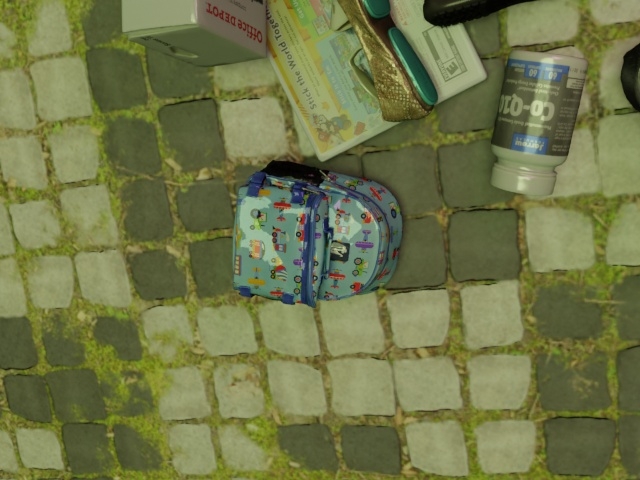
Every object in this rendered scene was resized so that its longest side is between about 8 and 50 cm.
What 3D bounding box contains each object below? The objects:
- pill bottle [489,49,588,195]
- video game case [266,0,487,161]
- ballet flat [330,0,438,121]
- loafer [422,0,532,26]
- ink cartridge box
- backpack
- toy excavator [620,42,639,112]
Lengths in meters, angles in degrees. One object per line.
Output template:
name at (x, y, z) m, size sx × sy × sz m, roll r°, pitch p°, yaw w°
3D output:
pill bottle at (0.217, -0.119, 0.707) m, size 0.078 × 0.078 × 0.137 m, roll 11°, pitch 106°, yaw 13°
video game case at (0.039, -0.231, 0.758) m, size 0.206 × 0.026 × 0.227 m, roll -25°, pitch 96°, yaw 19°
ballet flat at (0.047, -0.213, 0.712) m, size 0.067 × 0.073 × 0.206 m, roll -23°, pitch 93°, yaw 34°
loafer at (0.201, -0.273, 0.667) m, size 0.220 × 0.080 × 0.078 m, roll -13°, pitch 91°, yaw 7°
ink cartridge box at (-0.122, -0.293, 0.697) m, size 0.087 × 0.153 × 0.208 m, roll 1°, pitch 93°, yaw 21°
backpack at (0.000, 0.000, 0.778) m, size 0.173 × 0.117 × 0.158 m, roll 12°, pitch 107°, yaw 10°
toy excavator at (0.559, -0.153, 0.562) m, size 0.445 × 0.222 × 0.433 m, roll 32°, pitch 110°, yaw -9°
